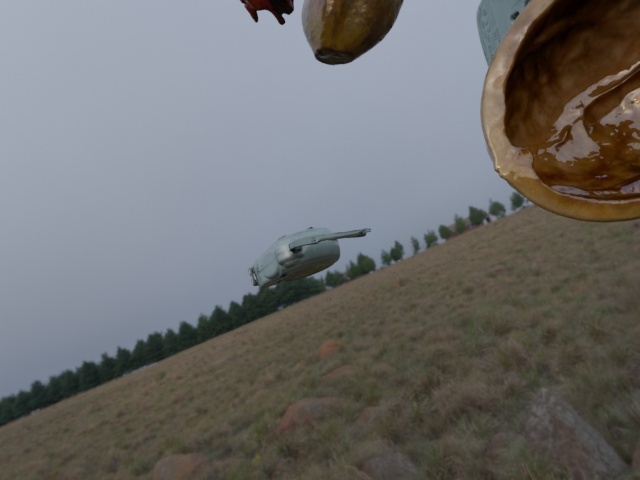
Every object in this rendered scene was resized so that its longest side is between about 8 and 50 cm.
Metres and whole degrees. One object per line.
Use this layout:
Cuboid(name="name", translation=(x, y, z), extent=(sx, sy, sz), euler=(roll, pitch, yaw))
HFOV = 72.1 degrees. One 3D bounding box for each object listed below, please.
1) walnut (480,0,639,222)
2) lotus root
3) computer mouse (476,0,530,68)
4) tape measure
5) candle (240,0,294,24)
Cuboid(name="walnut", translation=(0.203, -0.103, 0.306), extent=(0.211, 0.167, 0.087), euler=(-33, -5, 7))
Cuboid(name="lotus root", translation=(0.059, -0.462, 0.939), extent=(0.199, 0.180, 0.188), euler=(13, -3, -17))
Cuboid(name="computer mouse", translation=(0.321, -0.331, 0.644), extent=(0.097, 0.159, 0.288), euler=(-21, 6, 6))
Cuboid(name="tape measure", translation=(-0.001, -0.001, 0.756), extent=(0.164, 0.084, 0.330), euler=(-19, -10, -37))
Cuboid(name="candle", translation=(-0.156, -0.499, 0.750), extent=(0.084, 0.301, 0.059), euler=(-46, 33, -1))
